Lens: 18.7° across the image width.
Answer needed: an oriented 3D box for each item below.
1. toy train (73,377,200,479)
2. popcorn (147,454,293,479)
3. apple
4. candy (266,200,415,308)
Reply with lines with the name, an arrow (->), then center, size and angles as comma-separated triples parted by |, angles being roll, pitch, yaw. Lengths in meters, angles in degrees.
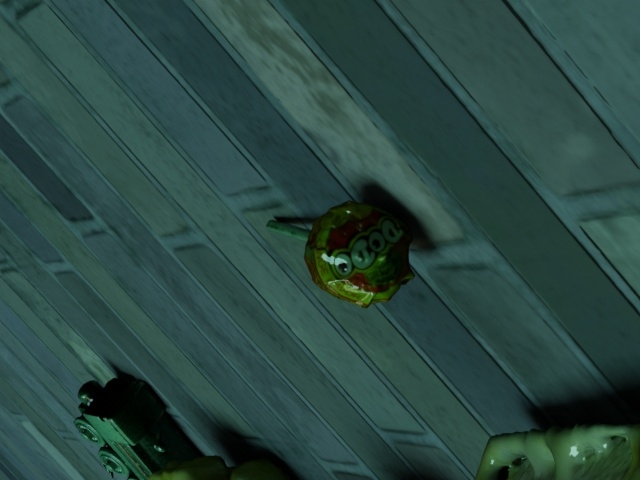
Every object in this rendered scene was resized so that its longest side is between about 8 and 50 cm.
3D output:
toy train -> -0.174, 0.207, 1.937 | 0.111, 0.071, 0.170 | 5, 138, 54
popcorn -> -0.082, 0.322, 1.759 | 0.235, 0.250, 0.242 | 6, 167, -13
apple -> 0.176, 0.185, 1.025 | 0.193, 0.120, 0.265 | 36, 166, -8
candy -> 0.000, 0.000, 1.121 | 0.060, 0.060, 0.201 | 50, 171, -16
